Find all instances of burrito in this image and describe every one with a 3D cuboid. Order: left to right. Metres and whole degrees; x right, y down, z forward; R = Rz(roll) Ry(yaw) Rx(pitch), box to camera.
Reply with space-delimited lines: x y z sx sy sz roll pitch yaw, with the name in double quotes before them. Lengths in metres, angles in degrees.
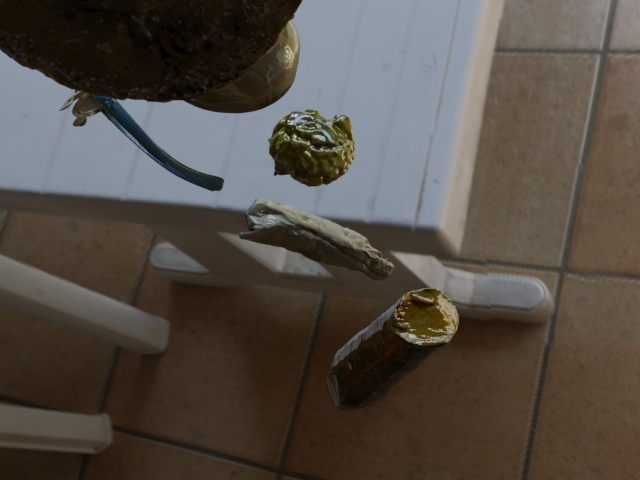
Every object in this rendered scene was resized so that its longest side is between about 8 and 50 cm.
"burrito" 0.000 0.001 1.192 0.058 0.230 0.063 -62 25 24

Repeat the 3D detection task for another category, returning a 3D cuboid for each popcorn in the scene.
"popcorn" -0.017 -0.225 2.141 0.218 0.189 0.169 34 128 19

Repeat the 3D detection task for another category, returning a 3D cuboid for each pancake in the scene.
"pancake" -0.192 -0.297 0.805 0.387 0.386 0.082 -7 34 22

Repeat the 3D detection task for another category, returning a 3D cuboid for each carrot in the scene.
"carrot" 0.103 0.187 1.417 0.302 0.114 0.114 -50 48 48

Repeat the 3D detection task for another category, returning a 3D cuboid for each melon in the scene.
"melon" -0.209 -0.397 1.819 0.330 0.268 0.268 8 71 -4

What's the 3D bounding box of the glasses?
"glasses" -0.213 -0.147 1.128 0.221 0.190 0.088 27 86 -9
